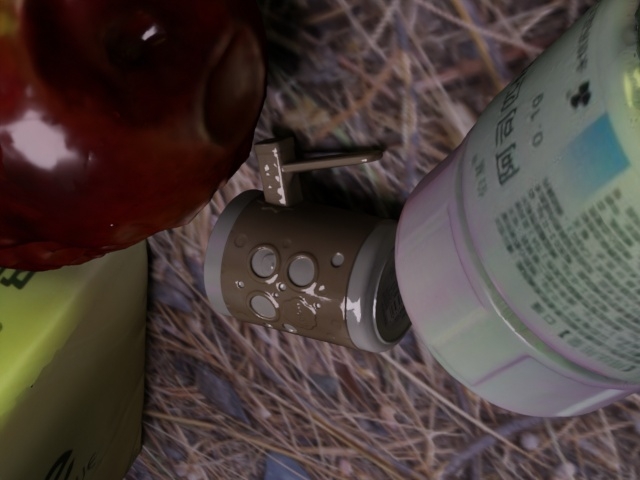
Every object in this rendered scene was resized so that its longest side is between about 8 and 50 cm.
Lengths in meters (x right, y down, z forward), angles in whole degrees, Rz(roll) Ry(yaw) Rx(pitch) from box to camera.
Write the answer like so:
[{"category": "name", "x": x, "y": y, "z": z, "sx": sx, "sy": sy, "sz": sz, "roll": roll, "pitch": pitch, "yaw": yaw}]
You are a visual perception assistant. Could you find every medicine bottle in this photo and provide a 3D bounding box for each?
[{"category": "medicine bottle", "x": 0.119, "y": -0.013, "z": 0.459, "sx": 0.135, "sy": 0.135, "sz": 0.168, "roll": 39, "pitch": 145, "yaw": -3}]

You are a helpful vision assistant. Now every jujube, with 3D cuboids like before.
[{"category": "jujube", "x": -0.120, "y": -0.062, "z": 0.593, "sx": 0.155, "sy": 0.155, "sz": 0.230, "roll": 46, "pitch": 146, "yaw": -12}]

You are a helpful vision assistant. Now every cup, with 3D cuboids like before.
[{"category": "cup", "x": 0.003, "y": 0.002, "z": 0.646, "sx": 0.099, "sy": 0.102, "sz": 0.074, "roll": 13, "pitch": 177, "yaw": 28}]

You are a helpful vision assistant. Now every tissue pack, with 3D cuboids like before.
[{"category": "tissue pack", "x": -0.294, "y": 0.183, "z": 0.808, "sx": 0.205, "sy": 0.405, "sz": 0.332, "roll": 26, "pitch": 144, "yaw": 10}]
